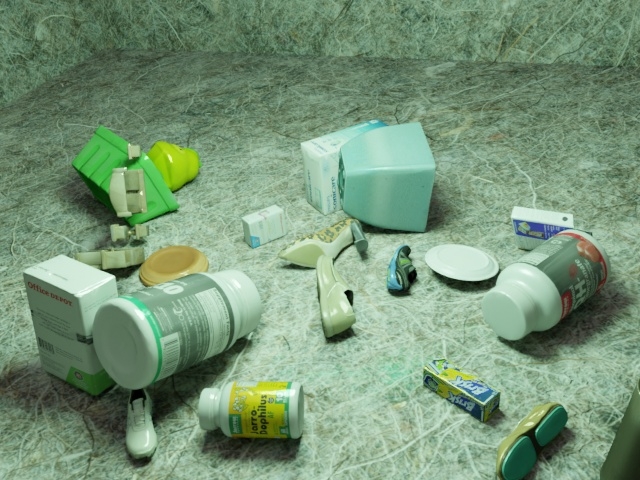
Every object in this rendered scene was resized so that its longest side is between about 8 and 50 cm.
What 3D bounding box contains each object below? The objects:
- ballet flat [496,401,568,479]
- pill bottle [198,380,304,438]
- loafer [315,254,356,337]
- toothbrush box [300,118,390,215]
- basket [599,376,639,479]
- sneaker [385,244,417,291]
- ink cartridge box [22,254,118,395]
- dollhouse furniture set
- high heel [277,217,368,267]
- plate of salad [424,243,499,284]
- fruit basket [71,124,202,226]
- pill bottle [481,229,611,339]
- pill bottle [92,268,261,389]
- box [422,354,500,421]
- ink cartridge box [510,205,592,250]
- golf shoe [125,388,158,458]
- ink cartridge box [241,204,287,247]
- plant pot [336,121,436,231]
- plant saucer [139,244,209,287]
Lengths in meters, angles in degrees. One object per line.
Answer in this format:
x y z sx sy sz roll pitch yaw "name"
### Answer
0.404 0.401 1.403 0.232 0.080 0.073 -28 11 -34 "ballet flat"
-0.144 0.355 1.489 0.209 0.117 0.117 0 33 7 "pill bottle"
0.039 0.140 1.821 0.092 0.101 0.268 -5 42 -2 "loafer"
0.098 -0.240 2.282 0.296 0.216 0.126 -20 36 -23 "toothbrush box"
0.621 0.356 1.281 0.205 0.226 0.154 -14 34 -12 "basket"
0.224 0.080 1.925 0.078 0.067 0.188 21 34 0 "sneaker"
-0.565 0.193 1.644 0.199 0.272 0.115 17 31 30 "ink cartridge box"
-0.618 -0.102 2.020 0.174 0.355 0.303 -5 4 0 "dollhouse furniture set"
0.000 0.000 2.061 0.262 0.093 0.186 -9 23 -4 "high heel"
0.383 0.066 1.926 0.200 0.048 0.199 4 27 -2 "plate of salad"
-0.585 -0.248 2.378 0.392 0.282 0.392 -13 43 12 "fruit basket"
0.542 0.111 1.715 0.319 0.176 0.176 -28 39 -30 "pill bottle"
-0.317 0.189 1.631 0.204 0.204 0.361 19 22 33 "pill bottle"
0.305 0.320 1.538 0.059 0.054 0.169 -29 39 -33 "box"
0.624 -0.015 1.889 0.208 0.206 0.045 13 71 26 "ink cartridge box"
-0.390 0.383 1.511 0.069 0.085 0.176 -12 35 -12 "golf shoe"
-0.168 -0.043 2.132 0.123 0.088 0.052 -22 34 -25 "ink cartridge box"
0.182 -0.189 2.112 0.253 0.247 0.247 -1 41 -5 "plant pot"
-0.424 0.071 2.040 0.200 0.037 0.200 -4 33 3 "plant saucer"
